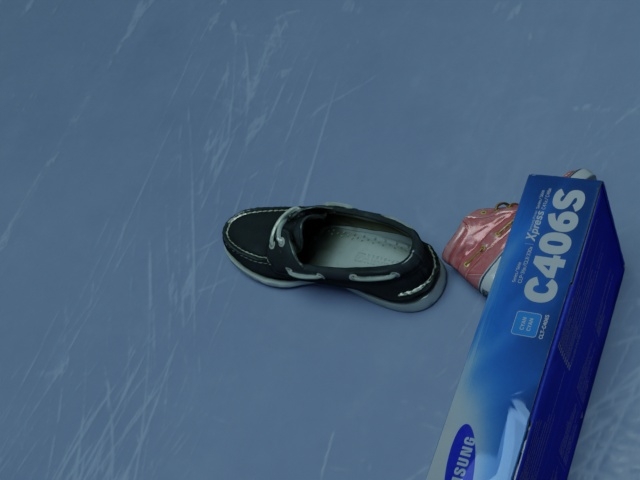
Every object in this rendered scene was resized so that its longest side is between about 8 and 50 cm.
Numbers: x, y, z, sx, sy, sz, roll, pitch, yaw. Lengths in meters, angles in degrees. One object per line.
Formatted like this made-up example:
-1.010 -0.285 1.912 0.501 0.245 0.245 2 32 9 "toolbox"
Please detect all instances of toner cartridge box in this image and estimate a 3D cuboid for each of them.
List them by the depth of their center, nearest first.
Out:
0.194 0.128 0.848 0.075 0.165 0.347 8 63 32 "toner cartridge box"

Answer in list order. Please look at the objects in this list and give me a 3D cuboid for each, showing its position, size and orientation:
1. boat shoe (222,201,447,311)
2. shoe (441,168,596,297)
0.000 0.000 1.073 0.303 0.091 0.114 8 63 30 "boat shoe"
0.213 -0.023 1.001 0.178 0.063 0.081 -48 56 -3 "shoe"
